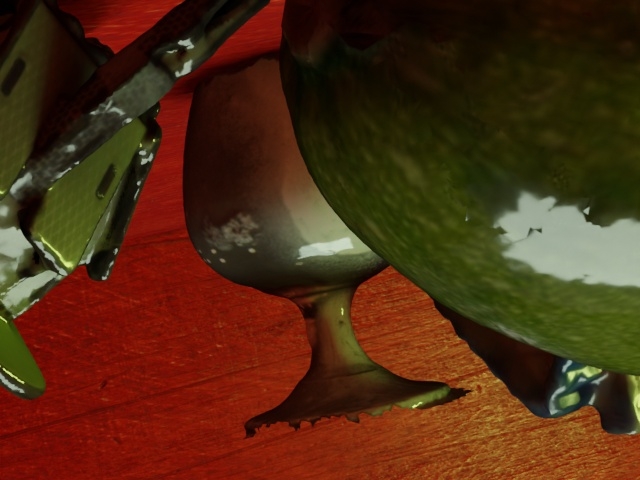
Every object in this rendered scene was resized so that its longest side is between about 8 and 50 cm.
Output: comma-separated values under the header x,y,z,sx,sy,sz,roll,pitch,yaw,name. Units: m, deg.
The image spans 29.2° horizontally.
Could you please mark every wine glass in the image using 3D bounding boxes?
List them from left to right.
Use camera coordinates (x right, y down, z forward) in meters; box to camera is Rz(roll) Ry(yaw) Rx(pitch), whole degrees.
x,y,z,sx,sy,sz,roll,pitch,yaw,name
0.000,0.000,1.104,0.238,0.323,0.238,-9,179,0,wine glass

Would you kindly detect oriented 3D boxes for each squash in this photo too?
x,y,z,sx,sy,sz,roll,pitch,yaw,name
0.136,-0.082,0.580,0.310,0.310,0.309,-14,167,34,squash

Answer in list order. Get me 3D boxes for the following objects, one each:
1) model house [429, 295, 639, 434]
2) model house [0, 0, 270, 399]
x,y,z,sx,sy,sz,roll,pitch,yaw,name
0.358,-0.046,1.116,0.395,0.400,0.445,-8,175,-37,model house
-0.163,-0.086,0.743,0.279,0.218,0.205,-43,136,-3,model house
